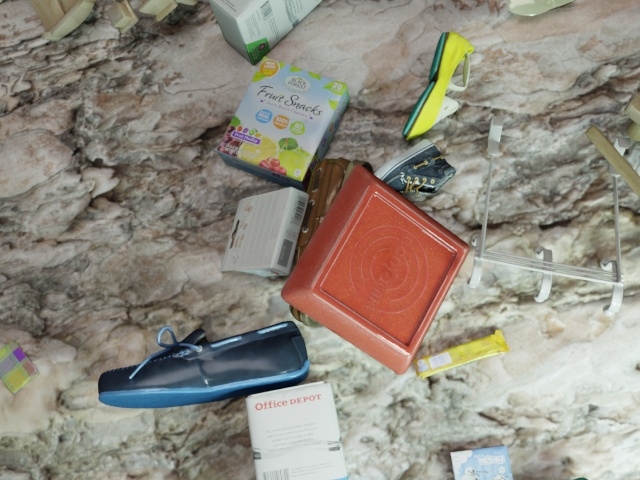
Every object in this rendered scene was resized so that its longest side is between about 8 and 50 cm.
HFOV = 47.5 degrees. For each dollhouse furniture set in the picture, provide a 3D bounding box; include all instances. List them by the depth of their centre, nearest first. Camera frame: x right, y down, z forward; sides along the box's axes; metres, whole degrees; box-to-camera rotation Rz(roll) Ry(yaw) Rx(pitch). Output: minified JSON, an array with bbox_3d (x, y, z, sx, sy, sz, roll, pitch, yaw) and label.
[{"bbox_3d":[-0.462,-0.496,1.480,0.355,0.173,0.303,-32,84,27],"label":"dollhouse furniture set"}]

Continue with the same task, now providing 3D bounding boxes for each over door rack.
[{"bbox_3d":[0.384,-0.039,1.220,0.239,0.108,0.324,11,61,8],"label":"over door rack"}]

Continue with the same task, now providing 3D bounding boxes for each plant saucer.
[{"bbox_3d":[0.106,0.048,1.177,0.259,0.047,0.259,35,76,-17],"label":"plant saucer"}]

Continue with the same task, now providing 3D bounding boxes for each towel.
[{"bbox_3d":[-0.543,0.224,1.286,0.060,0.009,0.083,-43,73,-6],"label":"towel"}]

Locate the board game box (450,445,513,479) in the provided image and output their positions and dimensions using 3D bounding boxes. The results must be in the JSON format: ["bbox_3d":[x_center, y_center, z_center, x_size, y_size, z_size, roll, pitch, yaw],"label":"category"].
[{"bbox_3d":[0.256,0.374,1.145,0.090,0.020,0.090,-9,72,3],"label":"board game box"}]

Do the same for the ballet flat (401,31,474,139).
[{"bbox_3d":[0.222,-0.275,1.320,0.077,0.077,0.231,23,75,-4],"label":"ballet flat"}]

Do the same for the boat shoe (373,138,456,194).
[{"bbox_3d":[0.156,-0.105,1.254,0.183,0.065,0.083,-36,73,-29],"label":"boat shoe"}]

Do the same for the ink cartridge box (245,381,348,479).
[{"bbox_3d":[-0.034,0.334,1.157,0.139,0.082,0.191,-11,71,3],"label":"ink cartridge box"}]

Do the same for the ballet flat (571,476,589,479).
[{"bbox_3d":[0.316,0.447,1.088,0.247,0.083,0.087,-26,90,1],"label":"ballet flat"}]

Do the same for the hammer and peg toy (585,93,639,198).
[{"bbox_3d":[0.621,-0.168,1.166,0.361,0.127,0.266,-33,71,-21],"label":"hammer and peg toy"}]

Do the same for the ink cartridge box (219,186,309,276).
[{"bbox_3d":[-0.099,-0.009,1.254,0.045,0.179,0.146,23,73,-30],"label":"ink cartridge box"}]

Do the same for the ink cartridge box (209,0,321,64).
[{"bbox_3d":[-0.094,-0.459,1.367,0.087,0.153,0.208,43,81,17],"label":"ink cartridge box"}]

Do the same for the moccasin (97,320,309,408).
[{"bbox_3d":[-0.193,0.204,1.206,0.341,0.138,0.117,-6,68,-10],"label":"moccasin"}]

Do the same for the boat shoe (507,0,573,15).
[{"bbox_3d":[0.416,-0.450,1.365,0.132,0.042,0.049,-13,98,3],"label":"boat shoe"}]

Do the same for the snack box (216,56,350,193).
[{"bbox_3d":[-0.065,-0.213,1.332,0.174,0.070,0.207,20,75,13],"label":"snack box"}]

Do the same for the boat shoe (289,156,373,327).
[{"bbox_3d":[0.000,0.000,1.251,0.104,0.111,0.308,10,67,26],"label":"boat shoe"}]

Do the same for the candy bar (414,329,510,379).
[{"bbox_3d":[0.232,0.190,1.204,0.161,0.018,0.040,-19,69,1],"label":"candy bar"}]
